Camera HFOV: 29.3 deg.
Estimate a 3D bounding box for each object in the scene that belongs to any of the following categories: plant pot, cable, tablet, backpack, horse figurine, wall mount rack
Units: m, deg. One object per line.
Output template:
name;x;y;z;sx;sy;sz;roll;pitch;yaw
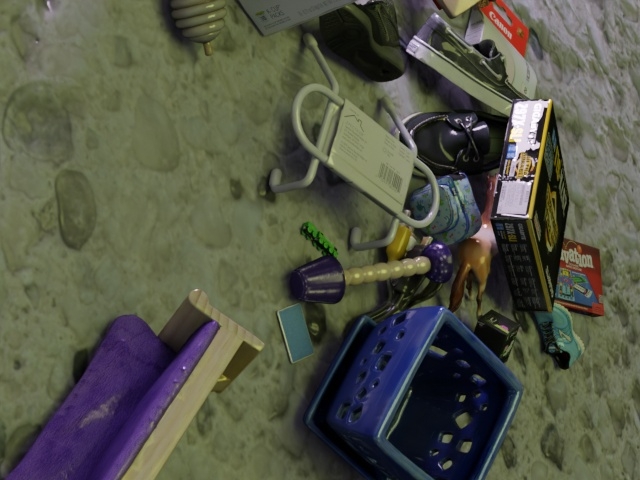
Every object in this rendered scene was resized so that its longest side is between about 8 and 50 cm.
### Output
plant pot;0.128;0.250;1.848;0.236;0.212;0.236;45;62;-31
cable;0.119;0.095;2.037;0.287;0.072;0.139;-57;132;-25
tablet;-0.038;0.141;1.866;0.054;0.006;0.083;-19;93;-48
backpack;0.214;-0.048;2.112;0.084;0.105;0.114;-22;89;-48
horse figurine;0.288;0.025;2.182;0.263;0.066;0.174;-54;145;-38
wall mount rack;0.051;-0.166;1.965;0.350;0.130;0.304;35;59;-37

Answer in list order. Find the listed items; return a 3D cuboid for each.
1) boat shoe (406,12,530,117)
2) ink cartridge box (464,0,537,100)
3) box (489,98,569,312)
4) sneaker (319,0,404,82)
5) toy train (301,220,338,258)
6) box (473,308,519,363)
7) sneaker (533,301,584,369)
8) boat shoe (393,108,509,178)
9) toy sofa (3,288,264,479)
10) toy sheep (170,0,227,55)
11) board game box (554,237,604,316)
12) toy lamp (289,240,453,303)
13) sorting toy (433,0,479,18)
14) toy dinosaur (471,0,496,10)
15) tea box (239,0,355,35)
boat shoe;0.295;-0.317;2.244;0.301;0.108;0.102;28;103;-28
ink cartridge box;0.363;-0.386;2.416;0.189;0.066;0.232;39;58;-35
box;0.381;-0.058;2.200;0.322;0.079;0.257;64;33;-53
sneaker;0.064;-0.366;2.040;0.227;0.087;0.130;29;49;-52
toy train;0.000;0.000;1.938;0.083;0.017;0.023;44;40;-32
box;0.305;0.177;2.170;0.052;0.062;0.083;-27;140;-48
sneaker;0.455;0.183;2.363;0.162;0.063;0.073;54;49;-23
boat shoe;0.269;-0.179;2.210;0.340;0.113;0.127;3;77;-48
toy sofa;-0.236;0.226;1.470;0.177;0.150;0.362;36;51;-5
toy sheep;-0.175;-0.334;1.782;0.091;0.091;0.132;-33;110;-47
board game box;0.480;0.064;2.449;0.281;0.027;0.145;14;69;-45
toy lamp;0.079;0.050;1.928;0.275;0.080;0.080;-10;87;-32
sorting toy;0.255;-0.568;2.215;0.255;0.089;0.257;-36;95;-11
toy dinosaur;0.282;-0.609;2.323;0.218;0.164;0.322;-27;122;-32
tea box;-0.037;-0.559;1.889;0.323;0.220;0.329;50;48;-26
